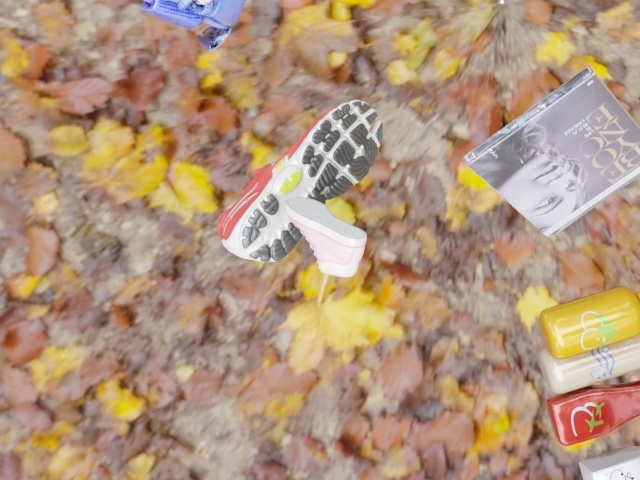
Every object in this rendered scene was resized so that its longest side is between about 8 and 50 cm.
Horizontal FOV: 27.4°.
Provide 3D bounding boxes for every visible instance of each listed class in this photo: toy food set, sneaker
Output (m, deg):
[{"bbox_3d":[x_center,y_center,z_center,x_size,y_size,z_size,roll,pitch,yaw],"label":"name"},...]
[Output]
[{"bbox_3d":[0.242,0.147,1.009,0.104,0.111,0.232,-17,93,-2],"label":"toy food set"},{"bbox_3d":[-0.035,-0.091,1.752,0.279,0.118,0.107,-45,121,-18],"label":"sneaker"},{"bbox_3d":[0.000,0.000,1.605,0.134,0.051,0.070,33,126,38],"label":"sneaker"}]

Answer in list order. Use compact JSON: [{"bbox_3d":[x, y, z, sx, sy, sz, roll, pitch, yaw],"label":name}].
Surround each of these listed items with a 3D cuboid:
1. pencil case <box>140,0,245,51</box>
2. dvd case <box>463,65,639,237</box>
[{"bbox_3d":[-0.039,-0.257,0.719,0.133,0.119,0.306,46,114,38],"label":"pencil case"},{"bbox_3d":[0.276,-0.091,1.462,0.164,0.221,0.018,-36,54,16],"label":"dvd case"}]
